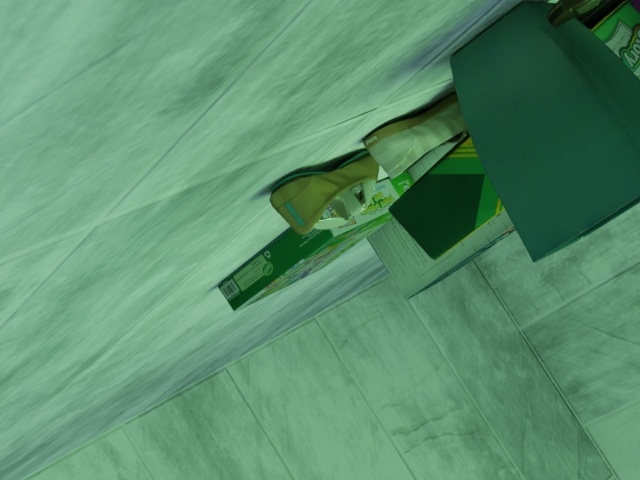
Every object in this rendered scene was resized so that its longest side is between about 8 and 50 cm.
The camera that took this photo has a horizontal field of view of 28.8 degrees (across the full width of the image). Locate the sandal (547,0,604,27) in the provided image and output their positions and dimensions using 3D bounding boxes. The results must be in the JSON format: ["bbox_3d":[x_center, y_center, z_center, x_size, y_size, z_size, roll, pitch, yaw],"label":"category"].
[{"bbox_3d":[0.258,-0.260,1.185,0.090,0.060,0.219,-29,-169,35],"label":"sandal"}]

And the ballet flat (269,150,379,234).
[{"bbox_3d":[0.017,-0.052,1.496,0.080,0.073,0.232,-36,173,33],"label":"ballet flat"}]

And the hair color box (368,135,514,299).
[{"bbox_3d":[0.219,-0.060,1.961,0.105,0.174,0.347,-25,171,-40],"label":"hair color box"}]

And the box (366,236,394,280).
[{"bbox_3d":[0.242,-0.048,2.324,0.311,0.148,0.121,-34,173,-1],"label":"box"}]

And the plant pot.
[{"bbox_3d":[0.256,-0.128,1.322,0.165,0.234,0.166,-35,170,29],"label":"plant pot"}]

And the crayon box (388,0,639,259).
[{"bbox_3d":[0.295,-0.162,1.643,0.363,0.106,0.313,-41,178,-32],"label":"crayon box"}]

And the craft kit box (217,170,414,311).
[{"bbox_3d":[0.000,0.000,1.925,0.250,0.061,0.247,-37,175,39],"label":"craft kit box"}]

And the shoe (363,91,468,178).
[{"bbox_3d":[0.137,-0.131,1.540,0.219,0.058,0.076,-26,172,-43],"label":"shoe"}]
